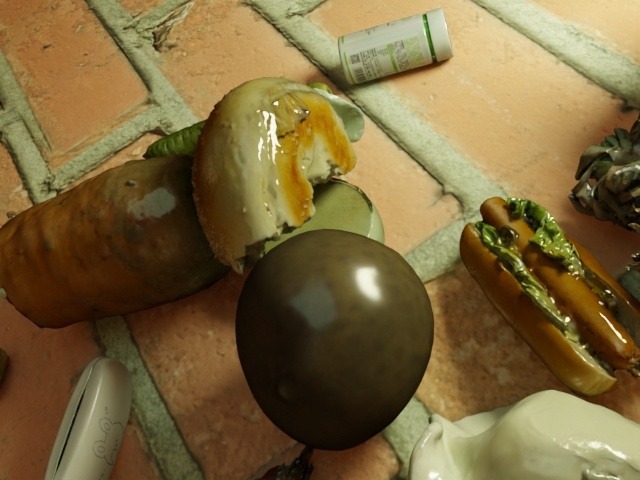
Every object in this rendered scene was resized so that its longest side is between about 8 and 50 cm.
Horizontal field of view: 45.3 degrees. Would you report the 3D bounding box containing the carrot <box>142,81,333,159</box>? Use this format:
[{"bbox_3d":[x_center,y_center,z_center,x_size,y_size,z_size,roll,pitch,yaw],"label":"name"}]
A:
[{"bbox_3d":[-0.146,-0.192,1.325,0.359,0.074,0.074,-15,52,14],"label":"carrot"}]

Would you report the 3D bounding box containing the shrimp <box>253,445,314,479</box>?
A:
[{"bbox_3d":[-0.073,0.323,0.940,0.190,0.042,0.101,-47,45,-13],"label":"shrimp"}]

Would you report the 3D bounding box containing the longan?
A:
[{"bbox_3d":[0.014,0.113,0.924,0.258,0.258,0.258,-11,53,15],"label":"longan"}]

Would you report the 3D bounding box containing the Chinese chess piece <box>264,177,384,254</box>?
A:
[{"bbox_3d":[0.000,0.000,1.120,0.188,0.083,0.188,-10,50,12],"label":"Chinese chess piece"}]

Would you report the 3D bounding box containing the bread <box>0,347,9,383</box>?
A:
[{"bbox_3d":[-0.515,0.211,1.203,0.049,0.033,0.088,-23,45,24],"label":"bread"}]

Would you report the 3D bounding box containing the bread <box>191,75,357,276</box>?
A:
[{"bbox_3d":[-0.081,-0.113,1.030,0.171,0.192,0.314,-9,31,29],"label":"bread"}]

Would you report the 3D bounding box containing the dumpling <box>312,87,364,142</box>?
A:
[{"bbox_3d":[-0.039,-0.177,1.223,0.219,0.152,0.108,-20,24,9],"label":"dumpling"}]

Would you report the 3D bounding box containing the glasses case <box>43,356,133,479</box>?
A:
[{"bbox_3d":[-0.314,0.272,1.042,0.059,0.092,0.233,-5,53,22],"label":"glasses case"}]

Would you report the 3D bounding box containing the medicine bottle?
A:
[{"bbox_3d":[0.127,-0.327,1.299,0.183,0.086,0.086,-12,53,13],"label":"medicine bottle"}]

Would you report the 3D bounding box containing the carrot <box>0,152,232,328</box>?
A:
[{"bbox_3d":[-0.294,0.005,1.147,0.341,0.224,0.224,-21,51,16],"label":"carrot"}]

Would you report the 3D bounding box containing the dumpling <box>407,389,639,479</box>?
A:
[{"bbox_3d":[0.258,0.254,0.809,0.318,0.187,0.243,3,17,12],"label":"dumpling"}]

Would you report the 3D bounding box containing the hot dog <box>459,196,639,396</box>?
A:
[{"bbox_3d":[0.271,0.046,0.933,0.135,0.100,0.337,-28,39,-1],"label":"hot dog"}]

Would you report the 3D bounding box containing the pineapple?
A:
[{"bbox_3d":[0.416,-0.054,0.926,0.262,0.262,0.271,-31,34,-1],"label":"pineapple"}]
